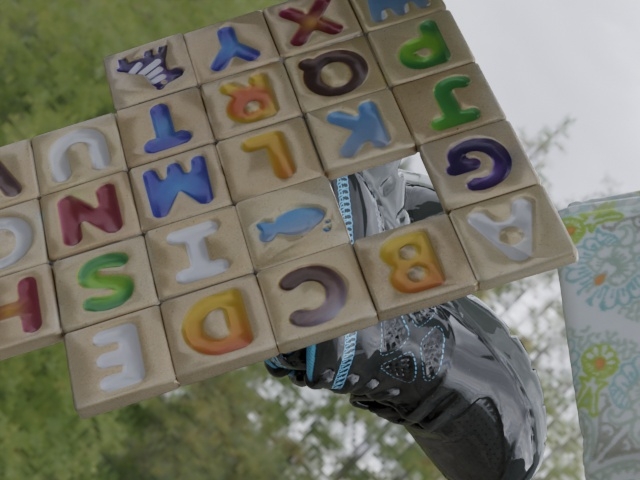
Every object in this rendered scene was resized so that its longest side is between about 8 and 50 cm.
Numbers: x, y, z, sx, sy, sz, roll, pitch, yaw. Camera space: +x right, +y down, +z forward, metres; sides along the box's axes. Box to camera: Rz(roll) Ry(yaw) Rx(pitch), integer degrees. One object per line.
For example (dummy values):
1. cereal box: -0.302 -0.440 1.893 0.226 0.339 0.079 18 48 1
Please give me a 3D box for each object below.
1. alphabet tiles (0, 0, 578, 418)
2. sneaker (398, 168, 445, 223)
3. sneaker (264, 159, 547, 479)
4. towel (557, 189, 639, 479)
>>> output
1. alphabet tiles: -0.040 -0.028 0.556 0.009 0.237 0.198 76 -4 -48
2. sneaker: 0.000 0.000 1.142 0.296 0.147 0.104 11 -55 45
3. sneaker: 0.023 0.058 0.834 0.125 0.139 0.340 -3 -50 49
4. towel: 0.440 0.094 1.489 0.090 0.321 0.374 54 29 -54
